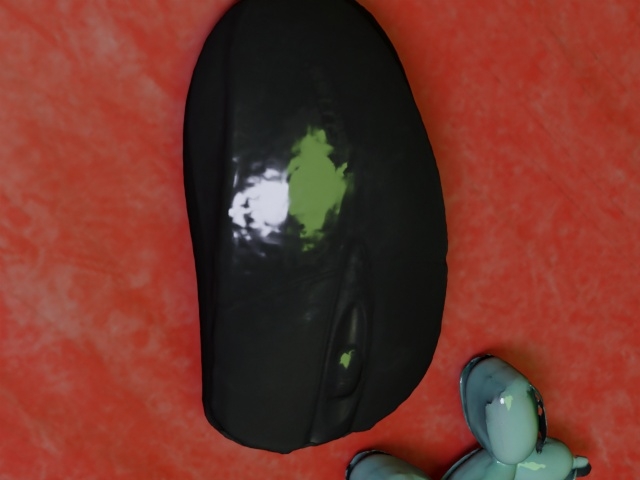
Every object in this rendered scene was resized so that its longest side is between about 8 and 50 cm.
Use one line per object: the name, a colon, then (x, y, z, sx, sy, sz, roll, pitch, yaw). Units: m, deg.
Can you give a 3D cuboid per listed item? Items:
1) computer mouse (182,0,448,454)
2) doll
computer mouse: (0.000, 0.000, 1.008, 0.137, 0.086, 0.270, -12, 114, -20)
doll: (0.090, 0.167, 1.121, 0.159, 0.059, 0.158, -45, 119, -6)
